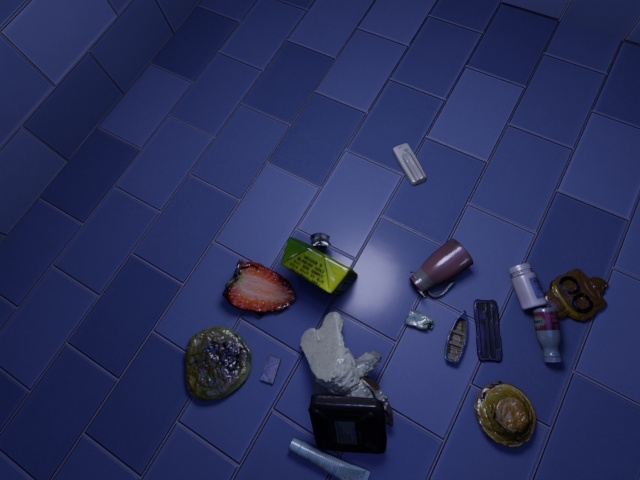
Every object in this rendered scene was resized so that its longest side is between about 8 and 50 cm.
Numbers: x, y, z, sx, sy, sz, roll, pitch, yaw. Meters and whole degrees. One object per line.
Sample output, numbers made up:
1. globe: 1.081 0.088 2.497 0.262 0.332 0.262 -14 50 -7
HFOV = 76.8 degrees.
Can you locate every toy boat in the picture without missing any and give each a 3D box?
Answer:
1. toy boat: -0.216 0.562 1.756 0.063 0.016 0.115 15 72 11
2. toy boat: 0.581 0.408 1.714 0.080 0.046 0.228 16 73 12

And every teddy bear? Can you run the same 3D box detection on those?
1. teddy bear: 0.120 0.555 1.672 0.327 0.362 0.375 -39 30 14

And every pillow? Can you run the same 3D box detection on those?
1. pillow: 0.000 -0.002 1.881 0.091 0.135 0.055 -20 113 9

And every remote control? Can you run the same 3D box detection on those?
1. remote control: 0.443 -0.384 2.006 0.090 0.049 0.230 -22 68 -5

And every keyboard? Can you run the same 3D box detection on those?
1. keyboard: 0.716 0.382 1.725 0.106 0.016 0.262 1 71 6

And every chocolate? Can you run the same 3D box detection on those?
1. chocolate: -0.005 0.120 1.749 0.289 0.301 0.137 28 89 15

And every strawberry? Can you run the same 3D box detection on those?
1. strawberry: -0.275 0.225 1.841 0.306 0.138 0.233 26 94 -12

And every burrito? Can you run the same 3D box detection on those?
1. burrito: 0.429 0.350 1.751 0.118 0.044 0.074 24 77 15

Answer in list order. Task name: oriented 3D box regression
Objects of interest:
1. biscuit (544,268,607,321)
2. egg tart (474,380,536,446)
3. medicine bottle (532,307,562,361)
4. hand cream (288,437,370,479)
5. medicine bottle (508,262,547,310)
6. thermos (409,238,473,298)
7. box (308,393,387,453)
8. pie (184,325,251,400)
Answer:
1. biscuit: 1.097 0.236 1.726 0.290 0.041 0.208 -27 71 -3
2. egg tart: 0.727 0.675 1.577 0.241 0.106 0.241 -2 66 4
3. medicine bottle: 0.938 0.387 1.660 0.091 0.090 0.216 -4 77 5
4. hand cream: 0.028 0.881 1.596 0.331 0.058 0.085 22 73 13
5. medicine bottle: 0.883 0.198 1.727 0.103 0.103 0.186 -13 69 1
6. thermos: 0.526 0.137 1.776 0.265 0.146 0.176 -39 97 0
7. box: 0.106 0.707 1.540 0.289 0.289 0.073 -1 30 12
8. pie: -0.452 0.532 1.764 0.323 0.070 0.323 -1 70 4
